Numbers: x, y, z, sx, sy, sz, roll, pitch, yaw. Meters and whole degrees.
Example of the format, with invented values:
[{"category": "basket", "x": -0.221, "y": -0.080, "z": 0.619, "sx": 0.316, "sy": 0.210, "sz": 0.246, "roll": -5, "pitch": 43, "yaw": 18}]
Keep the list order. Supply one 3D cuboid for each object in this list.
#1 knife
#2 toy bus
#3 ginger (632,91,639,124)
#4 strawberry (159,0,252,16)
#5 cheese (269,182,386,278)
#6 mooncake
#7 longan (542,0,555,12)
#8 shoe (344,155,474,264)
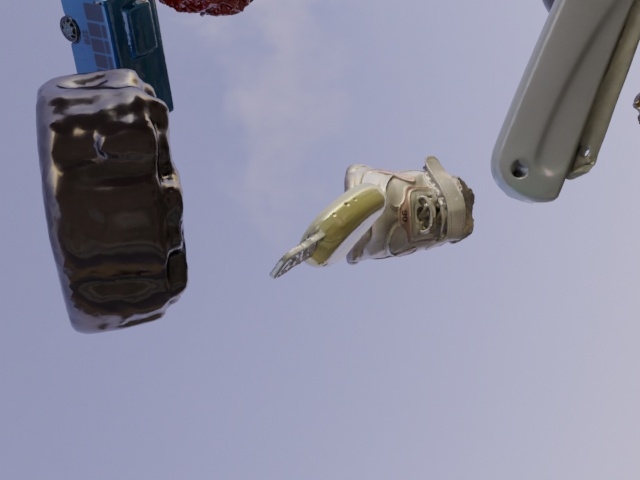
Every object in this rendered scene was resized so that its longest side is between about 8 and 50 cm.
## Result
[{"category": "knife", "x": 0.198, "y": -0.151, "z": 0.784, "sx": 0.040, "sy": 0.073, "sz": 0.265, "roll": -10, "pitch": -59, "yaw": -76}, {"category": "toy bus", "x": -0.245, "y": -0.234, "z": 1.312, "sx": 0.090, "sy": 0.106, "sz": 0.184, "roll": -36, "pitch": -48, "yaw": -39}, {"category": "ginger", "x": 0.418, "y": -0.220, "z": 1.172, "sx": 0.122, "sy": 0.084, "sz": 0.290, "roll": -32, "pitch": -13, "yaw": -13}, {"category": "strawberry", "x": -0.116, "y": -0.280, "z": 1.073, "sx": 0.086, "sy": 0.145, "sz": 0.145, "roll": 92, "pitch": -157, "yaw": -61}, {"category": "cheese", "x": 0.000, "y": 0.000, "z": 1.384, "sx": 0.127, "sy": 0.050, "sz": 0.255, "roll": -53, "pitch": -10, "yaw": 29}, {"category": "mooncake", "x": -0.219, "y": -0.043, "z": 1.158, "sx": 0.141, "sy": 0.283, "sz": 0.282, "roll": -7, "pitch": -70, "yaw": -12}, {"category": "longan", "x": 0.287, "y": -0.274, "z": 1.147, "sx": 0.119, "sy": 0.106, "sz": 0.106, "roll": -21, "pitch": -64, "yaw": -49}, {"category": "shoe", "x": 0.157, "y": -0.058, "z": 1.899, "sx": 0.351, "sy": 0.198, "sz": 0.171, "roll": -33, "pitch": -58, "yaw": -69}]
